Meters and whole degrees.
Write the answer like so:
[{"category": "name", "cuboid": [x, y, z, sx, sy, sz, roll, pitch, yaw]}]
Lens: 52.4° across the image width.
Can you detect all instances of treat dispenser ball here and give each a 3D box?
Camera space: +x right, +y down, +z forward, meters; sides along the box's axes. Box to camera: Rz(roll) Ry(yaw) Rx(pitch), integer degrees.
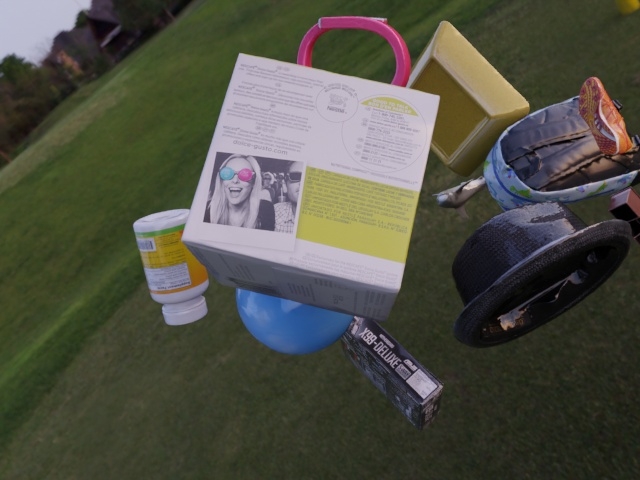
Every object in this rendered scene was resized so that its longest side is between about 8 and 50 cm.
[{"category": "treat dispenser ball", "cuboid": [-0.053, 0.122, 1.521, 0.288, 0.288, 0.288, -36, 20, 16]}]

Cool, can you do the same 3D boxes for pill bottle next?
[{"category": "pill bottle", "cuboid": [-0.333, 0.062, 1.490, 0.136, 0.245, 0.136, -9, 15, 3]}]

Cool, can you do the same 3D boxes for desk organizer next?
[{"category": "desk organizer", "cuboid": [0.644, -0.041, 1.318, 0.047, 0.130, 0.050, -33, 18, 50]}]

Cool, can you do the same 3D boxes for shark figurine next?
[{"category": "shark figurine", "cuboid": [0.462, -0.132, 2.002, 0.278, 0.116, 0.166, -22, 2, -18]}]

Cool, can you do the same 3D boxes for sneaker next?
[{"category": "sneaker", "cuboid": [0.588, -0.256, 1.349, 0.067, 0.175, 0.064, -9, -12, -30]}]

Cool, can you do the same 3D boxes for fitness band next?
[{"category": "fitness band", "cuboid": [0.074, -0.420, 1.539, 0.291, 0.209, 0.054, 11, 22, 27]}]

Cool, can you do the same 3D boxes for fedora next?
[{"category": "fedora", "cuboid": [0.346, 0.037, 1.106, 0.334, 0.334, 0.152, -38, 58, 12]}]

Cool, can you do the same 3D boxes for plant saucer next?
[{"category": "plant saucer", "cuboid": [0.349, -0.361, 1.774, 0.081, 0.333, 0.333, -35, -11, -33]}]

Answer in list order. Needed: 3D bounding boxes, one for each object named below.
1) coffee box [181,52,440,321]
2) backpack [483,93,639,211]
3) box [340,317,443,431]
[{"category": "coffee box", "cuboid": [-0.003, -0.074, 1.148, 0.337, 0.338, 0.334, 86, -162, -75]}, {"category": "backpack", "cuboid": [0.597, -0.202, 1.660, 0.355, 0.290, 0.273, -19, -16, -27]}, {"category": "box", "cuboid": [0.177, 0.332, 1.689, 0.076, 0.242, 0.307, -39, 61, -16]}]
